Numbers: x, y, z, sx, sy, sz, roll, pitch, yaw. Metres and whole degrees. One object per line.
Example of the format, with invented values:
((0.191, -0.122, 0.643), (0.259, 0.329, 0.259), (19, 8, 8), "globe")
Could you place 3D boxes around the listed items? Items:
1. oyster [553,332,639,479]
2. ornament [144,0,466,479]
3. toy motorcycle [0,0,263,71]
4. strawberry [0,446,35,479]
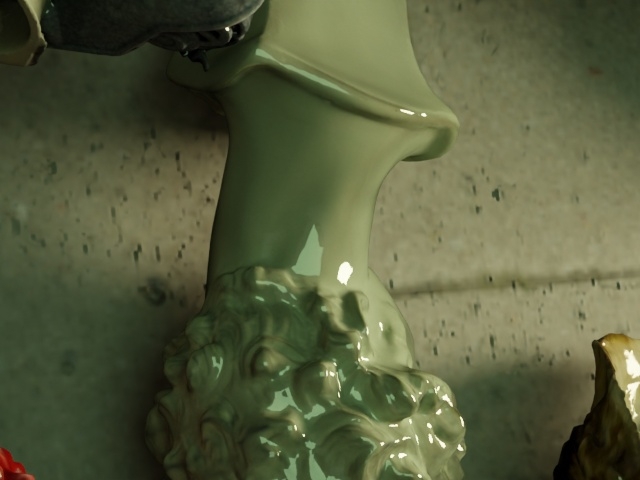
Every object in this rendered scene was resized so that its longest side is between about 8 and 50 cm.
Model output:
((0.183, 0.227, 0.736), (0.111, 0.204, 0.396), (-20, 85, 10), "oyster")
((-0.009, -0.006, 0.714), (0.130, 0.120, 0.285), (1, 81, -35), "ornament")
((-0.146, -0.120, 0.630), (0.263, 0.157, 0.091), (10, 71, 15), "toy motorcycle")
((-0.158, 0.132, 0.553), (0.205, 0.244, 0.205), (4, 79, -20), "strawberry")
